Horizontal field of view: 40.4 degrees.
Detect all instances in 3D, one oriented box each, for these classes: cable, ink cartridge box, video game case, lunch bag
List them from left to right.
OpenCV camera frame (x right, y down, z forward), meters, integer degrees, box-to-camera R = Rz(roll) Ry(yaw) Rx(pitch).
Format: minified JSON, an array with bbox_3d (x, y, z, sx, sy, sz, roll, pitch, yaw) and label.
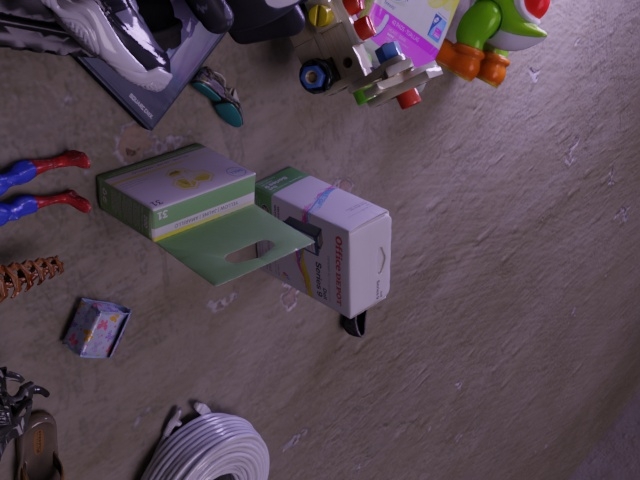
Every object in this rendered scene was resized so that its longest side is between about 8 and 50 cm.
[{"bbox_3d":[-0.292,0.120,1.169,0.083,0.053,0.071,21,95,-62],"label":"lunch bag"},{"bbox_3d":[-0.189,-0.299,1.076,0.274,0.026,0.196,-55,142,-11],"label":"video game case"},{"bbox_3d":[-0.189,0.407,1.425,0.257,0.089,0.257,34,83,-53],"label":"cable"},{"bbox_3d":[-0.145,-0.041,1.100,0.171,0.235,0.056,-25,130,-40],"label":"ink cartridge box"},{"bbox_3d":[0.000,0.000,1.316,0.093,0.212,0.154,-30,131,-37],"label":"ink cartridge box"}]

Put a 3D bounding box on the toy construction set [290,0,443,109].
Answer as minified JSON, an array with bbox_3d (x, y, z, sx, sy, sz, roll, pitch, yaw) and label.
[{"bbox_3d":[0.046,-0.310,1.160,0.151,0.215,0.327,2,68,-63],"label":"toy construction set"}]

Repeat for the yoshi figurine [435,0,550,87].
[{"bbox_3d":[0.307,-0.464,1.501,0.203,0.203,0.362,23,111,-14],"label":"yoshi figurine"}]

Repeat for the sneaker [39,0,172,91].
[{"bbox_3d":[-0.193,-0.262,0.779,0.153,0.101,0.268,-47,130,-3],"label":"sneaker"}]

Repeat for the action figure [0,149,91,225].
[{"bbox_3d":[-0.361,-0.028,0.938,0.280,0.139,0.091,-18,122,-41],"label":"action figure"}]

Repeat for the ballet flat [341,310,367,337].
[{"bbox_3d":[0.086,0.096,1.610,0.057,0.049,0.173,-1,111,-51],"label":"ballet flat"}]

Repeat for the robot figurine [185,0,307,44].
[{"bbox_3d":[-0.107,-0.352,0.986,0.174,0.209,0.278,-36,139,-2],"label":"robot figurine"}]

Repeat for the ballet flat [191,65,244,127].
[{"bbox_3d":[-0.133,-0.200,1.190,0.041,0.041,0.114,-57,143,-10],"label":"ballet flat"}]

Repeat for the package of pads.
[{"bbox_3d":[0.125,-0.403,1.331,0.229,0.101,0.296,17,96,-54],"label":"package of pads"}]

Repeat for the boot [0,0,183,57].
[{"bbox_3d":[-0.276,-0.320,0.846,0.348,0.131,0.260,-4,113,-41],"label":"boot"}]

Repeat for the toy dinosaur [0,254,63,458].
[{"bbox_3d":[-0.419,0.131,0.955,0.322,0.164,0.218,-30,118,-8],"label":"toy dinosaur"}]

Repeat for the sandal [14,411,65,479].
[{"bbox_3d":[-0.375,0.317,1.182,0.072,0.049,0.180,-20,125,-43],"label":"sandal"}]
